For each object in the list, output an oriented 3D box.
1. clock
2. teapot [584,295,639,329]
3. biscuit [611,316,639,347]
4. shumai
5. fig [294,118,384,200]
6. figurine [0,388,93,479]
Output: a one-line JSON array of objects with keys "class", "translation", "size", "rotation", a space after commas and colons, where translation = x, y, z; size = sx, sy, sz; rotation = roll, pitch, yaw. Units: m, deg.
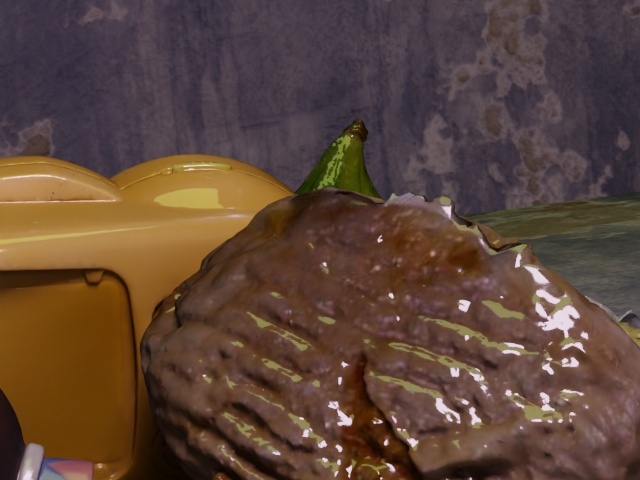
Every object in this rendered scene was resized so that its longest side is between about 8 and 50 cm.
[{"class": "clock", "translation": [-0.126, 0.066, 1.277], "size": [0.317, 0.244, 0.200], "rotation": [-4, 20, -15]}, {"class": "teapot", "translation": [0.243, 0.085, 1.545], "size": [0.064, 0.064, 0.083], "rotation": [8, -18, 40]}, {"class": "biscuit", "translation": [0.206, 0.095, 1.302], "size": [0.144, 0.016, 0.203], "rotation": [-18, 27, -32]}, {"class": "shumai", "translation": [0.069, 0.113, 1.133], "size": [0.346, 0.217, 0.283], "rotation": [7, -17, 29]}, {"class": "fig", "translation": [0.000, 0.000, 1.782], "size": [0.203, 0.235, 0.203], "rotation": [-4, 9, 1]}, {"class": "figurine", "translation": [-0.274, 0.149, 1.076], "size": [0.276, 0.161, 0.158], "rotation": [-10, 46, -7]}]
